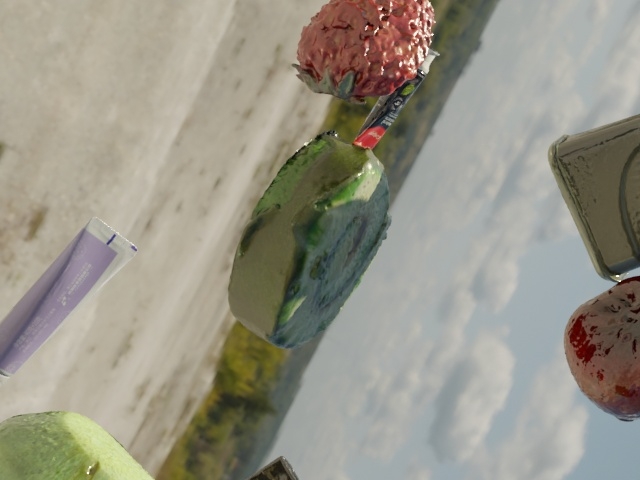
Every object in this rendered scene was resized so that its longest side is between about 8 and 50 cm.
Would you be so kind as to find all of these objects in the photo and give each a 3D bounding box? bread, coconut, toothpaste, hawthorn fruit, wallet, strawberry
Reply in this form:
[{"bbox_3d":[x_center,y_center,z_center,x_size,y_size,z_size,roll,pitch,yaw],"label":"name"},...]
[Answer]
[{"bbox_3d":[0.000,0.000,1.981,0.382,0.129,0.366,-31,147,-57],"label":"bread"},{"bbox_3d":[-0.356,0.385,1.504,0.329,0.328,0.281,-62,-178,2],"label":"coconut"},{"bbox_3d":[0.118,-0.226,1.930,0.193,0.045,0.071,-56,155,9],"label":"toothpaste"},{"bbox_3d":[-0.484,0.122,2.144,0.371,0.080,0.125,-45,134,3],"label":"toothpaste"},{"bbox_3d":[0.490,0.169,1.855,0.230,0.210,0.266,-43,157,-2],"label":"hawthorn fruit"},{"bbox_3d":[-0.085,0.352,1.587,0.156,0.082,0.018,-35,168,22],"label":"wallet"},{"bbox_3d":[0.062,-0.299,1.661,0.236,0.190,0.111,-51,139,-31],"label":"strawberry"}]

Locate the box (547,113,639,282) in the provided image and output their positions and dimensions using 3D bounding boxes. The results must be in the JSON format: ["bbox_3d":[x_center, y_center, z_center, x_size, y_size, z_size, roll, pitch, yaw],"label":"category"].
[{"bbox_3d":[0.532,-0.078,2.107,0.178,0.274,0.138,-22,-172,34],"label":"box"}]
